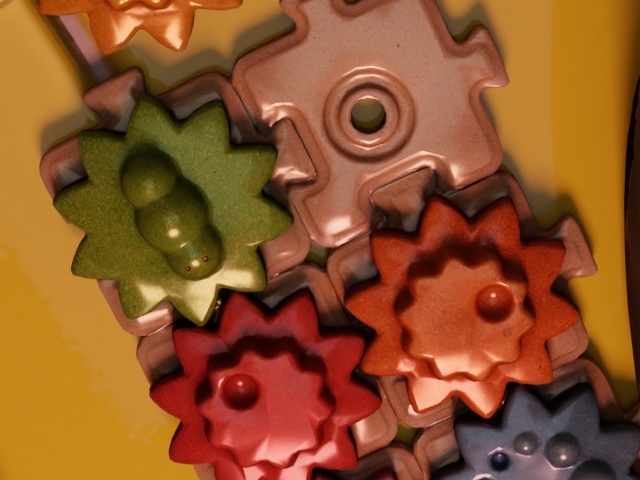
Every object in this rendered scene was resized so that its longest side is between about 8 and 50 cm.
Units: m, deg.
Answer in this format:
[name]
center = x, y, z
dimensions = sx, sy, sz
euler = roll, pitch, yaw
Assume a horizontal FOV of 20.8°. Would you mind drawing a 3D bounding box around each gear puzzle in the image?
[gear puzzle]
center = 0.000, 0.000, 0.629
dimensions = 0.175, 0.044, 0.339
euler = -25, 103, 5

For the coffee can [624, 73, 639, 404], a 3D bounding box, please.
[coffee can]
center = 0.253, 0.021, 0.554
dimensions = 0.275, 0.201, 0.201
euler = -6, 104, -2
